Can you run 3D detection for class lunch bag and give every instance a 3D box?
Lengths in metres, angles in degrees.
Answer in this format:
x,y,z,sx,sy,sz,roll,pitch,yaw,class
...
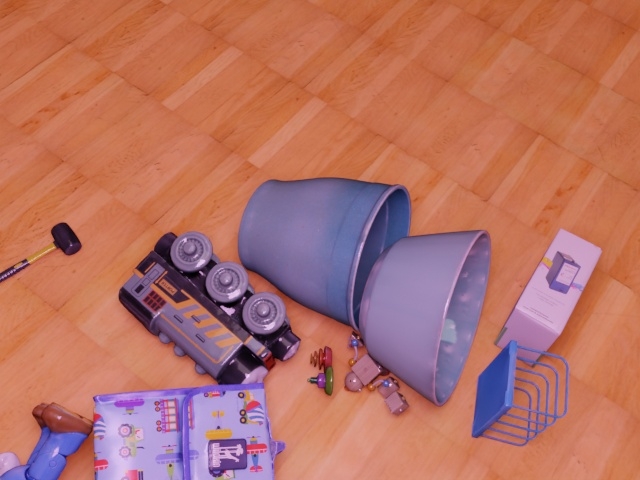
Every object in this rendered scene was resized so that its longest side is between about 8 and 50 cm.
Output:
x,y,z,sx,sy,sz,roll,pitch,yaw,class
-0.201,0.350,1.148,0.293,0.138,0.220,-3,70,-15,lunch bag

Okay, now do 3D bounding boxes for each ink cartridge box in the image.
x,y,z,sx,sy,sz,roll,pitch,yaw,class
0.425,0.107,1.358,0.093,0.154,0.212,32,61,16,ink cartridge box

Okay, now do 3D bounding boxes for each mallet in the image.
x,y,z,sx,sy,sz,roll,pitch,yaw,class
-0.542,0.042,1.375,0.062,0.039,0.190,42,68,16,mallet

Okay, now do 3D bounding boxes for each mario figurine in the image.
x,y,z,sx,sy,sz,roll,pitch,yaw,class
-0.473,0.387,1.063,0.170,0.198,0.320,17,64,10,mario figurine

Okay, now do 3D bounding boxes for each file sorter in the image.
x,y,z,sx,sy,sz,roll,pitch,yaw,class
0.339,0.269,1.241,0.105,0.170,0.118,16,57,0,file sorter

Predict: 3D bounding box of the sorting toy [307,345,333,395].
x,y,z,sx,sy,sz,roll,pitch,yaw,class
-0.001,0.234,1.291,0.042,0.061,0.102,3,35,-4,sorting toy

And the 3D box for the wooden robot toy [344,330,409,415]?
x,y,z,sx,sy,sz,roll,pitch,yaw,class
0.082,0.249,1.301,0.079,0.076,0.173,-43,66,11,wooden robot toy

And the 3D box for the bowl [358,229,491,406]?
x,y,z,sx,sy,sz,roll,pitch,yaw,class
0.175,0.114,1.265,0.163,0.311,0.311,15,56,22,bowl

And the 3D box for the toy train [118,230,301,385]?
x,y,z,sx,sy,sz,roll,pitch,yaw,class
-0.199,0.129,1.301,0.334,0.142,0.190,39,75,14,toy train

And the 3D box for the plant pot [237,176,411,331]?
x,y,z,sx,sy,sz,roll,pitch,yaw,class
0.000,0.000,1.334,0.255,0.271,0.271,17,56,22,plant pot
